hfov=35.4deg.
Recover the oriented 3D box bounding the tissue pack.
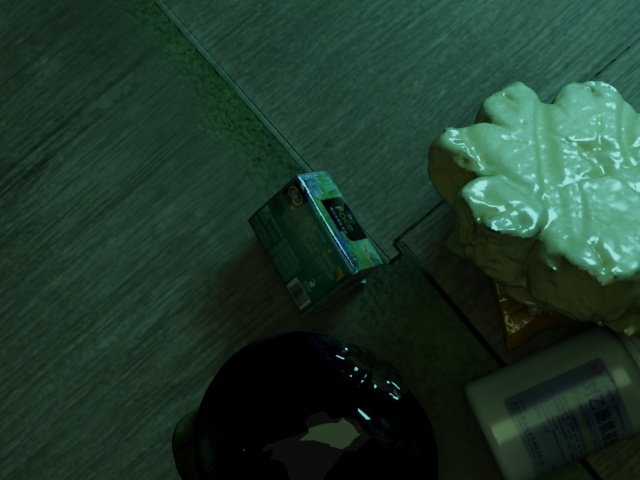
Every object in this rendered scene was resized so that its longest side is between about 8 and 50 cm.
[{"bbox_3d":[0.001,0.001,0.973,0.085,0.079,0.111,-40,75,34],"label":"tissue pack"}]

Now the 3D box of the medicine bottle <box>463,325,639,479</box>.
[{"bbox_3d":[0.232,0.141,0.907,0.187,0.103,0.102,-24,79,1],"label":"medicine bottle"}]

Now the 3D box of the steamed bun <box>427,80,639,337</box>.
[{"bbox_3d":[0.248,-0.018,0.901,0.292,0.137,0.295,35,49,28],"label":"steamed bun"}]

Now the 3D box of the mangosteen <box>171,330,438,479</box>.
[{"bbox_3d":[-0.015,0.194,0.877,0.243,0.243,0.243,-1,80,6],"label":"mangosteen"}]

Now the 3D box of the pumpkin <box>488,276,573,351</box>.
[{"bbox_3d":[0.199,0.048,0.962,0.073,0.035,0.101,-17,81,6],"label":"pumpkin"}]
